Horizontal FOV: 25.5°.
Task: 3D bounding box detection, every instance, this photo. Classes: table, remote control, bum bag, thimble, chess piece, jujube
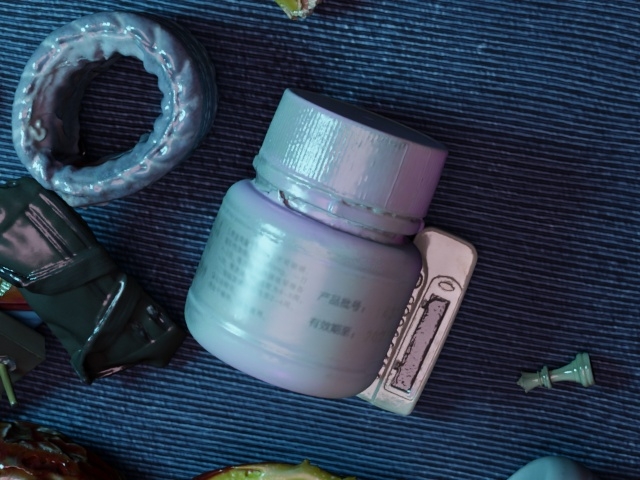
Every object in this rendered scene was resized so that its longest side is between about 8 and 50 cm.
[{"bbox_3d":[-0.457,0.191,1.704,0.240,0.111,0.121,-37,130,20],"label":"table"},{"bbox_3d":[0.113,0.094,1.711,0.090,0.049,0.230,24,101,0],"label":"remote control"},{"bbox_3d":[-0.295,0.060,1.672,0.142,0.079,0.326,-35,118,9],"label":"bum bag"},{"bbox_3d":[-0.232,-0.152,1.639,0.205,0.172,0.236,32,99,2],"label":"thimble"},{"bbox_3d":[0.284,0.164,1.716,0.093,0.042,0.042,-13,99,14],"label":"chess piece"},{"bbox_3d":[-0.341,0.321,1.726,0.243,0.183,0.183,37,101,-12],"label":"jujube"}]

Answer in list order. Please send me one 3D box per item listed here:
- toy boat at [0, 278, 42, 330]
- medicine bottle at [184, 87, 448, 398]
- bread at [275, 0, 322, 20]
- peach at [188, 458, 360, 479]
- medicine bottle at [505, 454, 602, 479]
[{"bbox_3d":[-0.512,0.039,1.725,0.392,0.136,0.079,17,125,-8],"label":"toy boat"},{"bbox_3d":[0.000,0.000,1.606,0.241,0.241,0.302,22,101,1],"label":"medicine bottle"},{"bbox_3d":[-0.020,-0.326,1.632,0.106,0.082,0.125,39,104,-9],"label":"bread"},{"bbox_3d":[-0.058,0.395,1.710,0.362,0.201,0.257,-20,72,-11],"label":"peach"},{"bbox_3d":[0.316,0.429,1.654,0.306,0.245,0.245,41,101,-3],"label":"medicine bottle"}]
